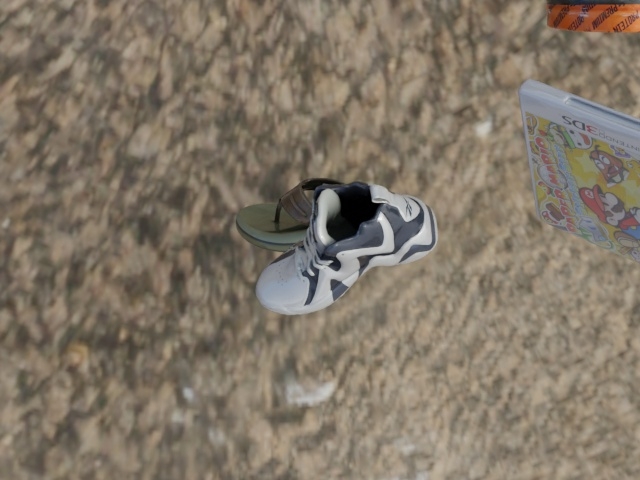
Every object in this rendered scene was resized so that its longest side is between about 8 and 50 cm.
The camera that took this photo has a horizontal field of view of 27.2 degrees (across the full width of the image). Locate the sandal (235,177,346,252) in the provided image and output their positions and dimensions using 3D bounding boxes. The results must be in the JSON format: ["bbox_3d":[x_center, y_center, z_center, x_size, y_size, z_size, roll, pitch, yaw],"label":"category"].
[{"bbox_3d":[0.014,-0.040,1.717,0.303,0.120,0.086,1,108,43],"label":"sandal"}]

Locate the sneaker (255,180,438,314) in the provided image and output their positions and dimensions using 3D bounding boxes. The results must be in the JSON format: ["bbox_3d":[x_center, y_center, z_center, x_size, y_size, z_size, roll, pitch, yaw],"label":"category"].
[{"bbox_3d":[0.000,0.000,1.487,0.235,0.094,0.153,-19,150,25],"label":"sneaker"}]

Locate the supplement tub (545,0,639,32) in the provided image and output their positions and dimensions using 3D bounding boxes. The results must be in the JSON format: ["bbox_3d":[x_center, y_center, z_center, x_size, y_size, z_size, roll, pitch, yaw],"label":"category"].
[{"bbox_3d":[0.347,-0.414,1.522,0.207,0.207,0.337,0,104,-3],"label":"supplement tub"}]

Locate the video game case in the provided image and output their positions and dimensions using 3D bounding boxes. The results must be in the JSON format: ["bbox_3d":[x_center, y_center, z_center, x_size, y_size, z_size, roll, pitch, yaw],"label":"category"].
[{"bbox_3d":[0.315,-0.059,1.426,0.026,0.206,0.227,-50,147,-22],"label":"video game case"}]
